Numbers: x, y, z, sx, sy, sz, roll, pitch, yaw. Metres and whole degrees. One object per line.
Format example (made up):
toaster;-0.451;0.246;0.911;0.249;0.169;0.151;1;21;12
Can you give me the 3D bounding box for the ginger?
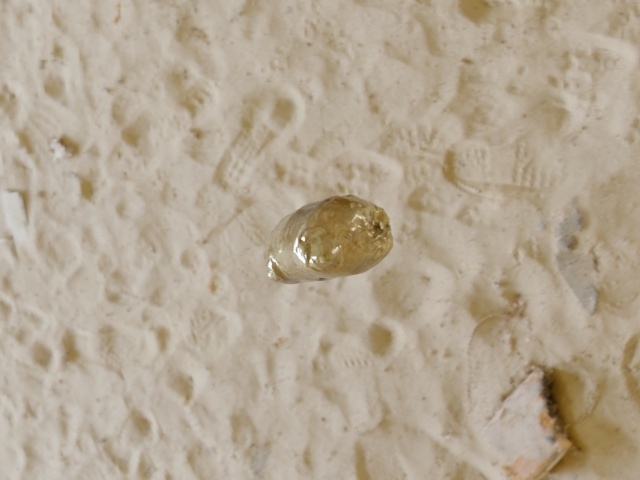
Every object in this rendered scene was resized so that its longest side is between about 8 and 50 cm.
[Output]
ginger;0.002;0.000;0.821;0.190;0.095;0.068;167;94;-69
